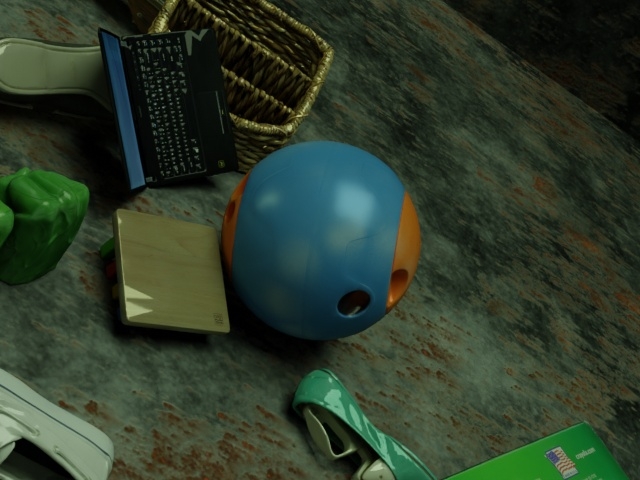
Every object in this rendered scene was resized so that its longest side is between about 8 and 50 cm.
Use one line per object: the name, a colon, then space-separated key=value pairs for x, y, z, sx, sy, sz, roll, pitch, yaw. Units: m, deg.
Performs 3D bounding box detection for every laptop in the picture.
laptop: x=-0.219 y=-0.202 z=1.487 sx=0.264 sy=0.137 sz=0.234 roll=-14 pitch=99 yaw=-36

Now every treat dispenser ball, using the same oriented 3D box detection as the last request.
treat dispenser ball: x=0.000 y=0.000 z=1.443 sx=0.288 sy=0.288 sz=0.288 roll=29 pitch=33 yaw=-21

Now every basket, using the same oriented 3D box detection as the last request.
basket: x=-0.157 y=-0.285 z=1.688 sx=0.299 sy=0.223 sz=0.213 roll=33 pitch=32 yaw=-16

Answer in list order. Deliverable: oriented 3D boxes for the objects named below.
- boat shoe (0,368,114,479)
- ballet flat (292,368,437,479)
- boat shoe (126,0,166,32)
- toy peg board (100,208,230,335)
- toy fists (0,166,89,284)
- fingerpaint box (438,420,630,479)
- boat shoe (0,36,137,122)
boat shoe: x=-0.328 y=0.196 z=1.019 sx=0.258 sy=0.095 sz=0.084 roll=29 pitch=29 yaw=-19
ballet flat: x=0.052 y=0.287 z=1.365 sx=0.247 sy=0.083 sz=0.087 roll=45 pitch=55 yaw=5
boat shoe: x=-0.305 y=-0.423 z=1.814 sx=0.307 sy=0.104 sz=0.110 roll=42 pitch=40 yaw=-3
toy peg board: x=-0.219 y=0.057 z=1.354 sx=0.161 sy=0.079 sz=0.160 roll=11 pitch=58 yaw=-40
toy fists: x=-0.384 y=-0.012 z=1.170 sx=0.096 sy=0.142 sz=0.279 roll=49 pitch=31 yaw=11
fingerpaint box: x=0.082 y=0.374 z=0.988 sx=0.445 sy=0.371 sz=0.163 roll=-4 pitch=54 yaw=-50
boat shoe: x=-0.372 y=-0.241 z=1.503 sx=0.335 sy=0.096 sz=0.112 roll=4 pitch=87 yaw=-47
